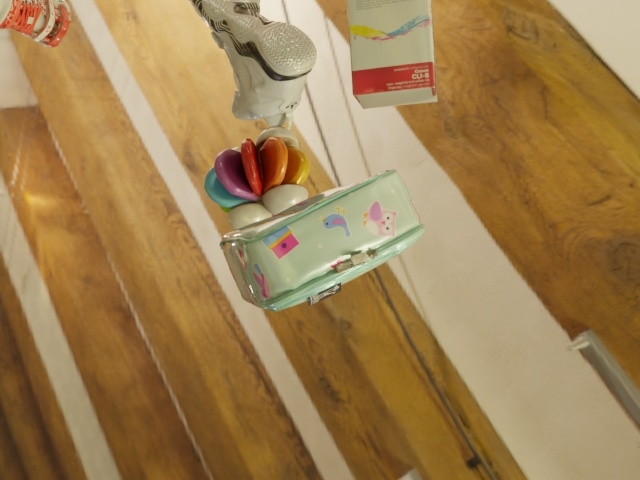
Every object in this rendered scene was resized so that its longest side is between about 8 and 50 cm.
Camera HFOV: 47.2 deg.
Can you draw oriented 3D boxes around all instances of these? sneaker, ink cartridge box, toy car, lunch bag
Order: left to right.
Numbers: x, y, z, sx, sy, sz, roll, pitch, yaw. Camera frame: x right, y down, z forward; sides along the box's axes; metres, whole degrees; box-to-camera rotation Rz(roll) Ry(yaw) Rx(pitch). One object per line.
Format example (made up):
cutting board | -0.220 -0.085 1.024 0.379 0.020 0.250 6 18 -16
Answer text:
sneaker | -0.446 -0.348 1.098 0.090 0.145 0.270 -57 -148 10
sneaker | -0.158 -0.379 1.493 0.366 0.137 0.210 44 -38 27
toy car | -0.114 -0.108 1.212 0.182 0.136 0.159 -25 -117 26
lunch bag | 0.000 0.000 0.920 0.107 0.224 0.279 68 -15 -5
ink cartridge box | 0.114 -0.308 1.147 0.127 0.128 0.176 -4 -90 12
